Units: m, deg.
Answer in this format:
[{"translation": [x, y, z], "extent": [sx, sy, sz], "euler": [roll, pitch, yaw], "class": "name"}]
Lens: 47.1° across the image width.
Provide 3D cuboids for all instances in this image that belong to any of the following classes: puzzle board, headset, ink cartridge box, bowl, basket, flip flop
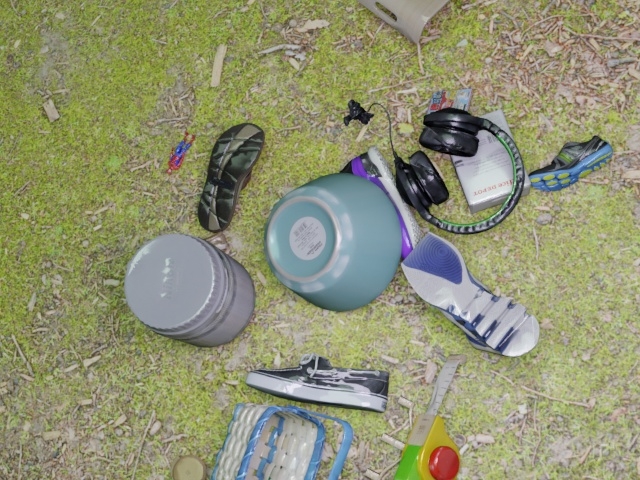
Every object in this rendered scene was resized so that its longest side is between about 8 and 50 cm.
[{"translation": [0.291, -0.306, 1.676], "extent": [0.096, 0.011, 0.128], "euler": [-2, 46, 26], "class": "puzzle board"}, {"translation": [0.234, -0.177, 1.535], "extent": [0.394, 0.185, 0.243], "euler": [34, 98, 17], "class": "headset"}, {"translation": [0.367, -0.174, 1.630], "extent": [0.139, 0.082, 0.191], "euler": [-19, 74, 8], "class": "ink cartridge box"}, {"translation": [0.000, 0.000, 1.575], "extent": [0.311, 0.163, 0.311], "euler": [-2, 87, 31], "class": "bowl"}, {"translation": [-0.071, 0.450, 1.481], "extent": [0.289, 0.201, 0.255], "euler": [10, 76, 52], "class": "basket"}, {"translation": [-0.213, -0.150, 1.762], "extent": [0.112, 0.080, 0.277], "euler": [20, 96, 12], "class": "flip flop"}]

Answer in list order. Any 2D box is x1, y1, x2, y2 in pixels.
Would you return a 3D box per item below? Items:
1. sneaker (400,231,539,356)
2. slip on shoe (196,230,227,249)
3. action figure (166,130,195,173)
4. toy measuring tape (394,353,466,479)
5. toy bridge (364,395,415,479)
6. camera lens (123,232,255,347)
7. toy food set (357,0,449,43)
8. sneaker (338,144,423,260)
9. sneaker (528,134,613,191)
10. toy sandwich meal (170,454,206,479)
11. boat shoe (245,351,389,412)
[{"translation": [0.303, 0.140, 1.516], "extent": [0.127, 0.182, 0.315], "euler": [-44, 67, -8], "class": "sneaker"}, {"translation": [-0.289, 0.012, 1.739], "extent": [0.135, 0.051, 0.041], "euler": [-12, 102, 6], "class": "slip on shoe"}, {"translation": [-0.353, -0.217, 1.831], "extent": [0.038, 0.030, 0.115], "euler": [25, 84, 12], "class": "action figure"}, {"translation": [0.252, 0.399, 1.512], "extent": [0.121, 0.121, 0.330], "euler": [21, 64, 17], "class": "toy measuring tape"}, {"translation": [0.158, 0.428, 1.552], "extent": [0.063, 0.026, 0.188], "euler": [23, 82, 16], "class": "toy bridge"}, {"translation": [-0.275, 0.113, 1.597], "extent": [0.219, 0.274, 0.219], "euler": [-3, 75, 11], "class": "camera lens"}, {"translation": [0.259, -0.641, 1.782], "extent": [0.306, 0.092, 0.220], "euler": [-44, 70, -10], "class": "toy food set"}, {"translation": [0.125, -0.059, 1.654], "extent": [0.146, 0.102, 0.293], "euler": [-27, 68, 12], "class": "sneaker"}, {"translation": [0.541, -0.169, 1.609], "extent": [0.188, 0.067, 0.078], "euler": [-27, 51, 6], "class": "sneaker"}, {"translation": [-0.291, 0.514, 1.629], "extent": [0.085, 0.029, 0.085], "euler": [-2, 75, 7], "class": "toy sandwich meal"}, {"translation": [-0.005, 0.295, 1.579], "extent": [0.306, 0.113, 0.105], "euler": [6, 71, 11], "class": "boat shoe"}]
